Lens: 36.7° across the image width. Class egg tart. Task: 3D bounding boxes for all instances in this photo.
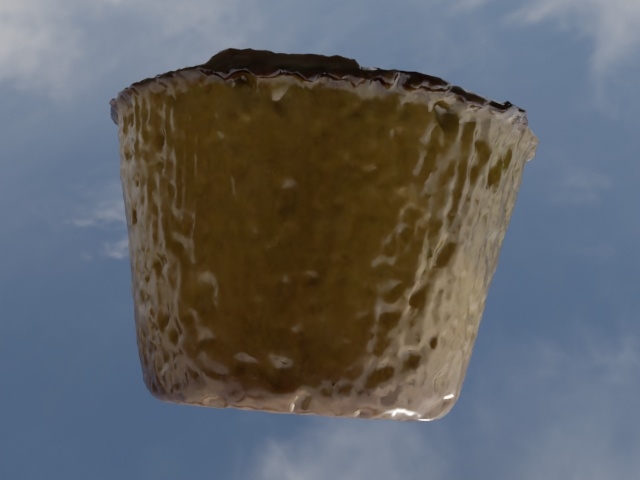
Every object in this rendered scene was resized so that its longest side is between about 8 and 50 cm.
[{"bbox_3d":[0.000,0.000,0.481,0.215,0.170,0.215,3,172,0],"label":"egg tart"}]
